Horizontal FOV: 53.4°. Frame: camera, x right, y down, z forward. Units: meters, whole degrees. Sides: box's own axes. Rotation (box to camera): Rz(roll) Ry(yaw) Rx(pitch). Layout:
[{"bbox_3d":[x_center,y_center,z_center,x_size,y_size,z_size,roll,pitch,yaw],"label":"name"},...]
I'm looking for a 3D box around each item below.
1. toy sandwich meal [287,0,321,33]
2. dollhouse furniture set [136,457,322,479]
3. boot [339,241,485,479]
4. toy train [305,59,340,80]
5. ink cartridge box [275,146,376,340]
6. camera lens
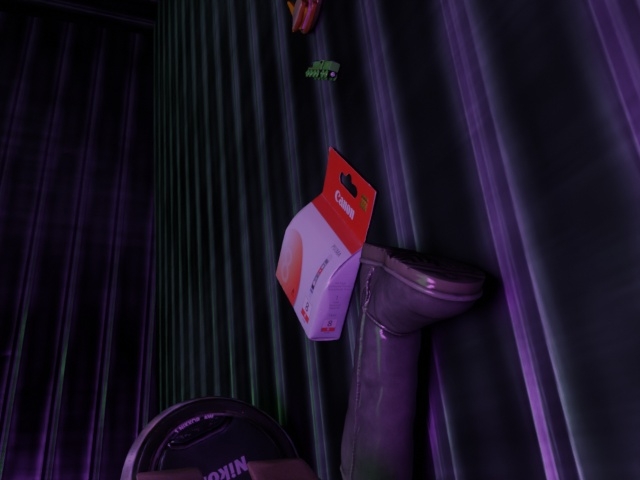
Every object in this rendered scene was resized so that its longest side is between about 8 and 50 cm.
[{"bbox_3d":[-0.023,-0.310,0.835,0.085,0.029,0.086,-177,90,-69],"label":"toy sandwich meal"},{"bbox_3d":[0.002,0.279,0.378,0.135,0.259,0.262,166,105,-71],"label":"dollhouse furniture set"},{"bbox_3d":[0.061,0.112,0.505,0.189,0.076,0.208,-156,77,-82],"label":"boot"},{"bbox_3d":[0.002,-0.209,0.776,0.083,0.017,0.024,37,112,65],"label":"toy train"},{"bbox_3d":[0.000,0.000,0.719,0.145,0.045,0.179,-125,40,-57],"label":"ink cartridge box"},{"bbox_3d":[-0.153,0.347,0.821,0.274,0.219,0.219,117,148,-47],"label":"camera lens"}]
